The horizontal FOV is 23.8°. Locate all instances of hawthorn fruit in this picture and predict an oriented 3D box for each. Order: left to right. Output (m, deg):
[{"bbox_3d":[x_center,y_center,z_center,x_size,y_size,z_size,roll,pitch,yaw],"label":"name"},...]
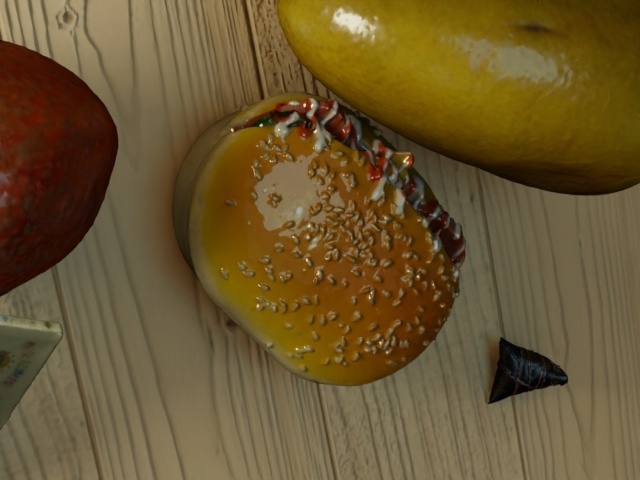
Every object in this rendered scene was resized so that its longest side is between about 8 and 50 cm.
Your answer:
[{"bbox_3d":[-0.256,-0.057,1.177,0.262,0.210,0.211,-15,104,-55],"label":"hawthorn fruit"}]

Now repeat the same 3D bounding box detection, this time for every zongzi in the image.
[{"bbox_3d":[0.213,0.132,1.629,0.083,0.067,0.074,-18,113,-17],"label":"zongzi"}]

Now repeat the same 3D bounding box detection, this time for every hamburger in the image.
[{"bbox_3d":[0.000,0.000,1.399,0.295,0.151,0.227,44,71,-33],"label":"hamburger"}]

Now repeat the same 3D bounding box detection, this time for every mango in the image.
[{"bbox_3d":[0.158,-0.176,1.412,0.445,0.301,0.221,16,102,-30],"label":"mango"}]

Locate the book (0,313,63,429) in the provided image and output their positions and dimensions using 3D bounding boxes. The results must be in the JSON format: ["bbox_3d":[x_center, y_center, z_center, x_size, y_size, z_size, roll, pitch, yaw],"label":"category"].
[{"bbox_3d":[-0.366,0.113,1.129,0.295,0.020,0.208,12,129,-37],"label":"book"}]
